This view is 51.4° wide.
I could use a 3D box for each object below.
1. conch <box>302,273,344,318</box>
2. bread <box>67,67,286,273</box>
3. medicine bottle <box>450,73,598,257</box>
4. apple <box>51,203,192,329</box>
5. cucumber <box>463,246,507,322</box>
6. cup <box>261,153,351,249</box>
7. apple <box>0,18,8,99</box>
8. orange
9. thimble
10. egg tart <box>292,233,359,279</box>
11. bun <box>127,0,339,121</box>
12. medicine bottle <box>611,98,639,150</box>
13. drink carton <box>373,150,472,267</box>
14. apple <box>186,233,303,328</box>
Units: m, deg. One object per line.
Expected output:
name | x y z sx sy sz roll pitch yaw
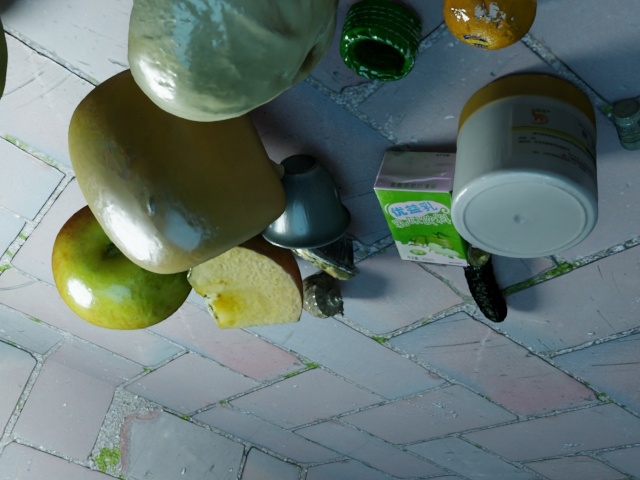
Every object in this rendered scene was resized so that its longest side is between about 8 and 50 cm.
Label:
conch | -0.010 0.161 1.768 0.207 0.130 0.155 -10 127 45
bread | -0.286 -0.133 1.249 0.348 0.253 0.375 -21 98 24
medicine bottle | 0.352 -0.124 1.148 0.238 0.231 0.237 8 146 6
apple | -0.458 0.049 1.565 0.340 0.339 0.339 9 145 6
cucumber | 0.400 0.117 1.617 0.081 0.072 0.303 -3 143 22
cup | -0.039 -0.097 1.394 0.199 0.199 0.150 4 126 14
apple | -0.736 -0.333 1.136 0.358 0.357 0.357 9 145 6
orange | 0.249 -0.345 0.971 0.136 0.117 0.135 25 -171 -4
thimble | 0.099 -0.322 1.078 0.130 0.090 0.118 8 148 10
egg tart | 0.000 0.000 1.510 0.234 0.234 0.094 32 99 -25
bun | -0.087 -0.310 0.905 0.202 0.364 0.364 33 145 5
medicine bottle | 0.533 -0.198 1.144 0.047 0.047 0.083 -9 140 30
drink carton | 0.221 -0.063 1.376 0.161 0.108 0.271 5 147 25
apple | -0.193 0.058 1.561 0.314 0.252 0.309 33 149 40
